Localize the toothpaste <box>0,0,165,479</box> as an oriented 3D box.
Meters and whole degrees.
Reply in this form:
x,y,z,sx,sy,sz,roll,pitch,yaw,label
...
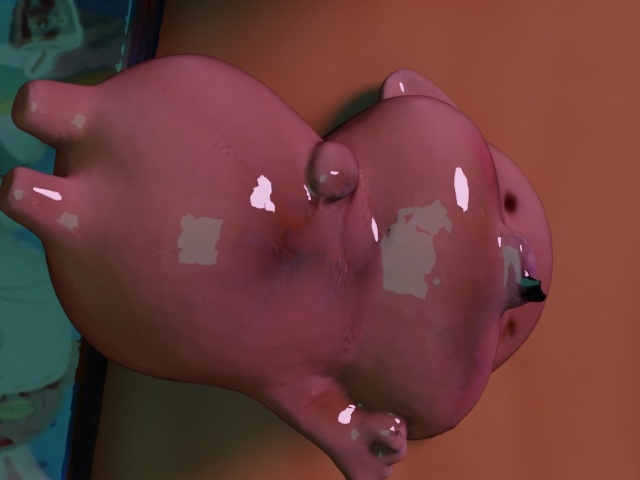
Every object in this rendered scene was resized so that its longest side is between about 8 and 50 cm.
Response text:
x,y,z,sx,sy,sz,roll,pitch,yaw,label
-0.088,0.045,0.400,0.065,0.050,0.267,9,94,-1,toothpaste

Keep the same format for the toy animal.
x,y,z,sx,sy,sz,roll,pitch,yaw,label
-0.004,-0.002,0.364,0.150,0.089,0.083,18,109,-40,toy animal
